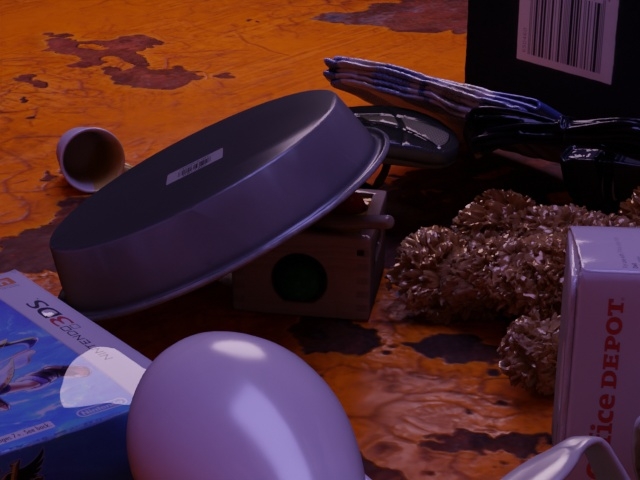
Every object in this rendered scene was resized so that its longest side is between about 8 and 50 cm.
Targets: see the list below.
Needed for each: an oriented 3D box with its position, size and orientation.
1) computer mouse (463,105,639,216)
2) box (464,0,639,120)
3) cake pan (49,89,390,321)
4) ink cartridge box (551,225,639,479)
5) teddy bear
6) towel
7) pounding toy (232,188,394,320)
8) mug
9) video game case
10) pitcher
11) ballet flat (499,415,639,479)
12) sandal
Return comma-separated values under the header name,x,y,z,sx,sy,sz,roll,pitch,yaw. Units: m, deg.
name,x,y,z,sx,sy,sz,roll,pitch,yaw
computer mouse,0.219,-0.049,1.346,0.184,0.060,0.262,8,-10,21
box,0.403,-0.263,1.781,0.395,0.212,0.293,-18,28,-37
cake pan,-0.088,-0.036,1.230,0.293,0.054,0.293,-25,16,8
ink cartridge box,0.259,0.079,0.990,0.219,0.160,0.092,3,21,3
teddy bear,0.208,0.027,1.185,0.245,0.113,0.338,-13,25,-26
towel,0.157,-0.110,1.493,0.209,0.034,0.285,23,-2,-42
pounding toy,0.000,0.000,1.252,0.130,0.100,0.141,4,22,8
mug,-0.221,-0.076,1.507,0.062,0.078,0.064,-39,23,-9
video game case,-0.258,0.111,1.018,0.269,0.061,0.244,-16,26,-35
pitcher,-0.008,0.145,0.895,0.178,0.125,0.207,11,24,-36
ballet flat,0.175,0.151,0.845,0.348,0.123,0.123,-16,27,-34
sandal,-0.014,-0.063,1.447,0.303,0.086,0.120,-8,17,22
